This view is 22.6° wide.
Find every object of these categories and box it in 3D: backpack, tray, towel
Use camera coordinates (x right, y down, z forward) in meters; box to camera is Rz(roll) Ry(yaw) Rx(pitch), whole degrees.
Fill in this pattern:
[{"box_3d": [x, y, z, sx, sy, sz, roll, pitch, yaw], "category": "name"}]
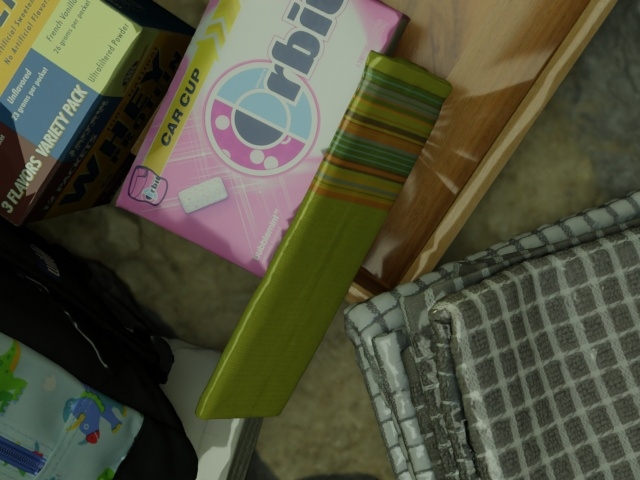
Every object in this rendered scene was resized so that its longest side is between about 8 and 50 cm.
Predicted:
[{"box_3d": [-0.284, 0.042, 0.873, 0.273, 0.355, 0.290, -43, 48, -6], "category": "backpack"}, {"box_3d": [0.079, -0.171, 1.013, 0.203, 0.076, 0.411, 34, 99, 3], "category": "tray"}, {"box_3d": [0.000, 0.000, 0.954, 0.021, 0.102, 0.237, 31, 99, 26], "category": "towel"}, {"box_3d": [0.173, 0.127, 0.964, 0.235, 0.121, 0.284, -18, 91, -20], "category": "towel"}]

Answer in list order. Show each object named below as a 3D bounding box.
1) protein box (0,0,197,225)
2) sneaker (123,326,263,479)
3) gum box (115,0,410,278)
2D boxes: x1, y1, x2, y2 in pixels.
[{"box_3d": [-0.200, -0.125, 0.987, 0.200, 0.201, 0.136, 34, 98, 3], "category": "protein box"}, {"box_3d": [-0.155, 0.196, 1.063, 0.169, 0.108, 0.292, 18, 86, 7], "category": "sneaker"}, {"box_3d": [-0.031, -0.083, 0.966, 0.107, 0.062, 0.188, 27, 98, 4], "category": "gum box"}]
